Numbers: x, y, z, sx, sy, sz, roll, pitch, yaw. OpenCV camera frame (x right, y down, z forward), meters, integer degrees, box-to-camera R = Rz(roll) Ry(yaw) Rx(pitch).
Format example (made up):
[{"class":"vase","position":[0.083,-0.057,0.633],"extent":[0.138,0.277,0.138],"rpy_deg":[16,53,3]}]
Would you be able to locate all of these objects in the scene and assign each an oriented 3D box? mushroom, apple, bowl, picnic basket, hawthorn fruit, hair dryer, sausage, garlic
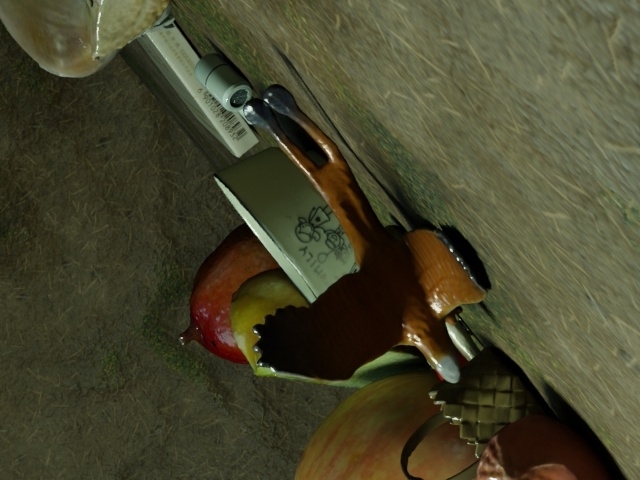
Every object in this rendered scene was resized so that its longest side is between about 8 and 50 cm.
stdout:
[{"class":"mushroom","position":[0.149,0.086,1.609],"extent":[0.306,0.043,0.068],"rpy_deg":[51,-165,-34]},{"class":"apple","position":[0.023,0.136,1.913],"extent":[0.254,0.179,0.346],"rpy_deg":[42,-168,33]},{"class":"bowl","position":[-0.020,-0.029,1.703],"extent":[0.238,0.126,0.238],"rpy_deg":[49,176,5]},{"class":"picnic basket","position":[0.175,0.230,1.574],"extent":[0.138,0.178,0.128],"rpy_deg":[52,175,-24]},{"class":"apple","position":[0.155,0.376,1.856],"extent":[0.391,0.346,0.391],"rpy_deg":[48,177,3]},{"class":"hawthorn fruit","position":[-0.098,0.101,2.504],"extent":[0.295,0.311,0.295],"rpy_deg":[33,-147,-25]},{"class":"hair dryer","position":[-0.112,-0.193,1.829],"extent":[0.082,0.047,0.137],"rpy_deg":[46,180,35]},{"class":"sausage","position":[0.261,0.288,1.486],"extent":[0.148,0.148,0.254],"rpy_deg":[46,168,45]},{"class":"garlic","position":[-0.311,-0.336,1.629],"extent":[0.325,0.132,0.279],"rpy_deg":[43,132,29]}]

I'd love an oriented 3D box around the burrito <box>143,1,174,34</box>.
[{"class":"burrito","position":[-0.243,-0.339,1.769],"extent":[0.064,0.064,0.203],"rpy_deg":[48,173,22]}]

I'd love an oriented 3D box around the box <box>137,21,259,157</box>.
[{"class":"box","position":[-0.242,-0.304,2.110],"extent":[0.365,0.051,0.204],"rpy_deg":[53,175,-34]}]

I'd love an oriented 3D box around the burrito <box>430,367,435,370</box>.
[{"class":"burrito","position":[0.166,0.170,2.040],"extent":[0.055,0.041,0.149],"rpy_deg":[37,-176,-34]}]

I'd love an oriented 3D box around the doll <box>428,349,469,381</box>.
[{"class":"doll","position":[0.174,0.153,1.777],"extent":[0.109,0.057,0.169],"rpy_deg":[35,-161,-34]}]

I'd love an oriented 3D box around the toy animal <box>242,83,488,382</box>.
[{"class":"toy animal","position":[0.045,0.016,1.424],"extent":[0.302,0.225,0.284],"rpy_deg":[40,-158,-55]}]
